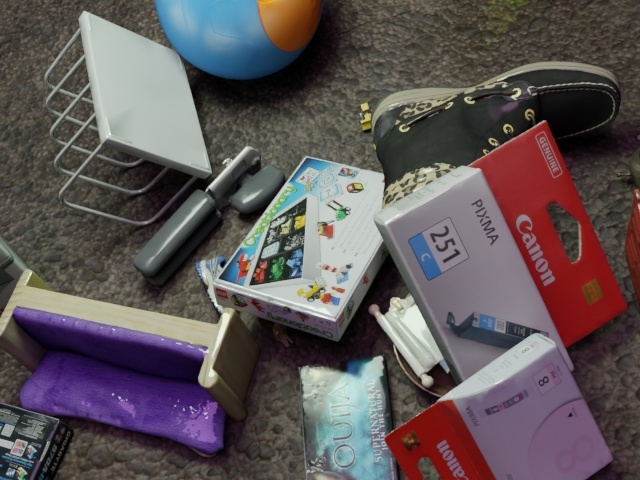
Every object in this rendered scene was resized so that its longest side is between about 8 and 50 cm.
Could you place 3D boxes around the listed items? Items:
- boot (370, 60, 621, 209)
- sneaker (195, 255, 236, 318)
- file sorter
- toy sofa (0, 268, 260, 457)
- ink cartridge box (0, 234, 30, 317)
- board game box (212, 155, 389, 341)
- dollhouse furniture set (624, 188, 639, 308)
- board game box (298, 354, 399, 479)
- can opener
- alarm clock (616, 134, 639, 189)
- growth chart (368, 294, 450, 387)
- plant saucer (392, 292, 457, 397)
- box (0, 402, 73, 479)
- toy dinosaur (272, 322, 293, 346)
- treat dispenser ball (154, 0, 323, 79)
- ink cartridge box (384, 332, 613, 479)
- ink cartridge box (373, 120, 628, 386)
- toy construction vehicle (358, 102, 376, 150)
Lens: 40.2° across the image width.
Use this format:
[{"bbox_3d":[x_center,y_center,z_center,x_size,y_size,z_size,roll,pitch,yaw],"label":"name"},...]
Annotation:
[{"bbox_3d":[0.253,-0.124,1.251,0.377,0.138,0.284,-4,39,10],"label":"boot"},{"bbox_3d":[-0.144,0.075,1.334,0.058,0.052,0.135,-26,58,-7],"label":"sneaker"},{"bbox_3d":[-0.330,-0.192,1.431,0.173,0.192,0.278,-40,52,30],"label":"file sorter"},{"bbox_3d":[-0.285,0.174,1.251,0.362,0.150,0.177,9,62,18],"label":"toy sofa"},{"bbox_3d":[-0.585,0.044,1.316,0.211,0.289,0.121,-42,63,-12],"label":"ink cartridge box"},{"bbox_3d":[0.000,0.000,1.292,0.193,0.053,0.305,15,48,21],"label":"board game box"},{"bbox_3d":[0.530,0.113,1.093,0.201,0.152,0.374,-9,59,8],"label":"dollhouse furniture set"},{"bbox_3d":[0.037,0.255,1.201,0.126,0.026,0.186,-9,59,7],"label":"board game box"},{"bbox_3d":[-0.178,-0.039,1.393,0.093,0.074,0.280,37,75,27],"label":"can opener"},{"bbox_3d":[0.518,-0.106,1.231,0.129,0.064,0.192,-31,27,-10],"label":"alarm clock"},{"bbox_3d":[0.207,0.103,1.210,0.237,0.021,0.172,-28,59,-4],"label":"growth chart"},{"bbox_3d":[0.201,0.136,1.226,0.198,0.036,0.199,-5,60,9],"label":"plant saucer"},{"bbox_3d":[-0.495,0.323,1.271,0.220,0.051,0.175,10,63,18],"label":"box"},{"bbox_3d":[-0.068,0.068,1.319,0.092,0.053,0.183,-27,58,-1],"label":"toy dinosaur"},{"bbox_3d":[-0.137,-0.418,1.477,0.288,0.288,0.288,-6,59,10],"label":"treat dispenser ball"},{"bbox_3d":[0.223,0.254,1.073,0.232,0.189,0.066,-34,19,-11],"label":"ink cartridge box"},{"bbox_3d":[0.246,0.037,1.105,0.261,0.296,0.066,-30,14,-6],"label":"ink cartridge box"},{"bbox_3d":[0.110,-0.196,1.440,0.085,0.035,0.098,-16,58,4],"label":"toy construction vehicle"}]
